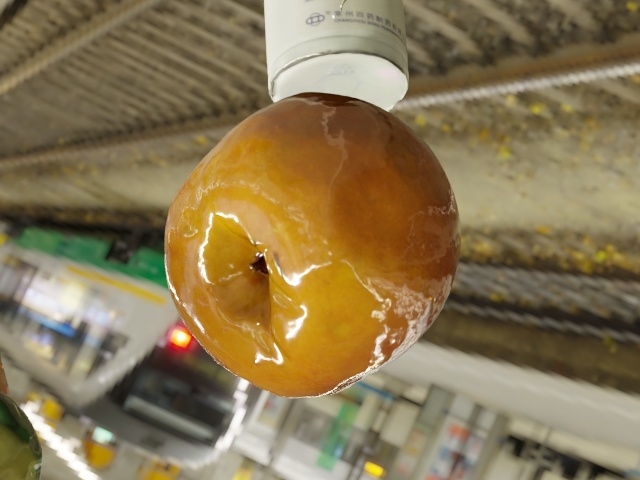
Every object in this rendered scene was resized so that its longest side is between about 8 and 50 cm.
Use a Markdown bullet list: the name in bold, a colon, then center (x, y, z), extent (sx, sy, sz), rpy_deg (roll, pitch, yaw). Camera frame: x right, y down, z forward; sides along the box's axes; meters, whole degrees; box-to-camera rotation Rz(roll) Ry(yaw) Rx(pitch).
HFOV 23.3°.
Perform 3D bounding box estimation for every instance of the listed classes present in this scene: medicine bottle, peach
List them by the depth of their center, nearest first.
- **peach**: center (0.000, 0.000, 1.741), extent (0.342, 0.343, 0.301), rpy_deg (21, -156, 34)
- **medicine bottle**: center (0.017, -0.345, 2.117), extent (0.190, 0.332, 0.190), rpy_deg (-3, 154, -1)

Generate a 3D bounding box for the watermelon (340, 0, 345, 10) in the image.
- **watermelon**: center (0.049, -0.328, 1.816), extent (0.105, 0.133, 0.105), rpy_deg (18, -159, -7)

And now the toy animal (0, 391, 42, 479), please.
- **toy animal**: center (-0.449, 0.286, 1.631), extent (0.191, 0.338, 0.216), rpy_deg (20, 150, 46)

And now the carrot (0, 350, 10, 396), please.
- **carrot**: center (-0.430, 0.152, 1.798), extent (0.138, 0.139, 0.302), rpy_deg (23, 136, 21)
